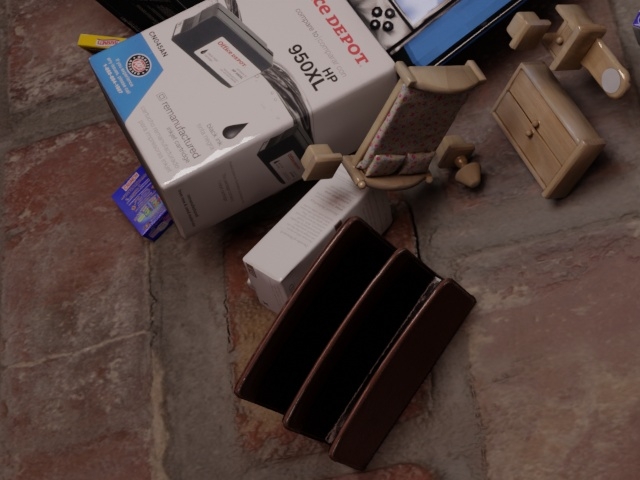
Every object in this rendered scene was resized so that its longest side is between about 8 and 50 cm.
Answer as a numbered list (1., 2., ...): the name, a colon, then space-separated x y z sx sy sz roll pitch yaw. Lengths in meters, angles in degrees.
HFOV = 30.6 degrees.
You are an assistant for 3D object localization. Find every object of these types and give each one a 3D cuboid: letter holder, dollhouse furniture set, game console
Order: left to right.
1. letter holder: 0.047 0.144 1.644 0.152 0.214 0.302 33 88 31
2. game console: 0.188 -0.405 1.783 0.293 0.173 0.250 -37 83 9
3. dollhouse furniture set: 0.201 -0.155 1.587 0.173 0.356 0.303 61 141 29

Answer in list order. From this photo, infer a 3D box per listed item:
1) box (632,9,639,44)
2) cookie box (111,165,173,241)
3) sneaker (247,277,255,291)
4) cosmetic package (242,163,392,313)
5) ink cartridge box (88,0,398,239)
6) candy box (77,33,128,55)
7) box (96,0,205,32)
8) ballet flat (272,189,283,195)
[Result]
1. box: 0.532 -0.330 1.659 0.126 0.072 0.137 27 85 30
2. cookie box: -0.288 -0.068 1.981 0.092 0.040 0.107 -45 60 6
3. sneaker: -0.035 0.050 1.815 0.158 0.061 0.065 -5 60 14
4. cosmetic package: 0.000 0.000 1.731 0.085 0.117 0.231 28 64 31
5. ink cartridge box: -0.111 -0.231 1.811 0.395 0.166 0.285 -28 62 -9
6. candy box: -0.313 -0.322 2.046 0.206 0.105 0.027 11 83 29
7. box: -0.302 -0.450 1.994 0.184 0.261 0.103 6 75 27
8. ballet flat: -0.121 -0.164 1.919 0.232 0.080 0.073 54 129 32
